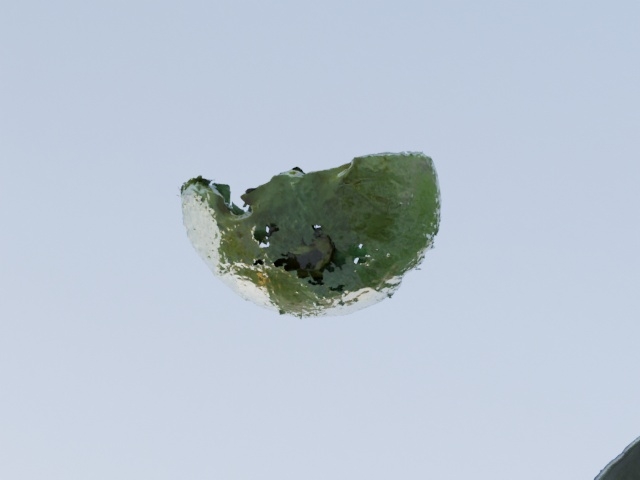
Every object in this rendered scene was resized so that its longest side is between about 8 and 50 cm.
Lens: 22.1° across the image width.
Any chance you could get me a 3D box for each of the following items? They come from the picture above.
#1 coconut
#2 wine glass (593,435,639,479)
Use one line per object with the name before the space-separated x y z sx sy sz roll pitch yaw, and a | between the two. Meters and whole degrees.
coconut | 0.001 0.000 0.992 0.158 0.055 0.133 -19 -60 12
wine glass | 0.281 0.301 0.910 0.267 0.267 0.406 -19 -47 -4
